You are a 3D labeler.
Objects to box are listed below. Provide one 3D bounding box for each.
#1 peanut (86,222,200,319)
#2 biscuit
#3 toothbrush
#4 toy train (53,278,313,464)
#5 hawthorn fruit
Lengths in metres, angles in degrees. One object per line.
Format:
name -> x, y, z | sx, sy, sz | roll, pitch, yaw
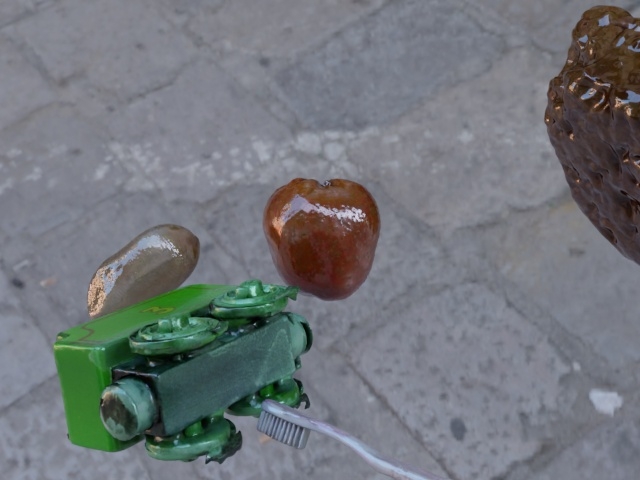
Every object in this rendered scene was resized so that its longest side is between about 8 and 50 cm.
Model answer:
peanut -> -0.204, 0.038, 1.179 | 0.152, 0.076, 0.076 | -36, 46, -3
biscuit -> 0.467, -0.088, 1.302 | 0.166, 0.342, 0.395 | -38, 37, -11
toothbrush -> 0.066, 0.181, 0.784 | 0.307, 0.025, 0.029 | 16, 87, 37
toy train -> -0.128, 0.115, 0.968 | 0.188, 0.132, 0.243 | -1, 13, 37
hawthorn fruit -> 0.000, 0.000, 1.153 | 0.133, 0.133, 0.138 | -5, 85, 12
